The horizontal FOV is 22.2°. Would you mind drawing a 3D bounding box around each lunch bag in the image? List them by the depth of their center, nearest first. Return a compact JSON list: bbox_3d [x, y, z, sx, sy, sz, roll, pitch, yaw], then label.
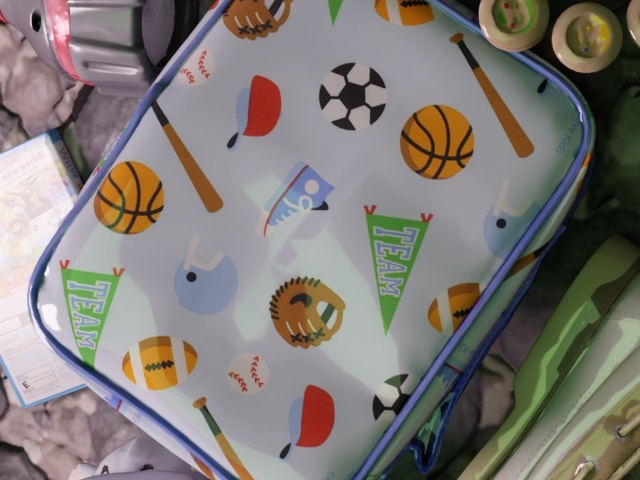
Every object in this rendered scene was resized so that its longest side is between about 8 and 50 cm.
[{"bbox_3d":[0.000,0.000,0.903,0.243,0.115,0.303,35,92,6],"label":"lunch bag"}]

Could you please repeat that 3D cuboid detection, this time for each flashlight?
[{"bbox_3d":[-0.224,-0.151,1.003,0.304,0.103,0.103,7,113,19],"label":"flashlight"}]

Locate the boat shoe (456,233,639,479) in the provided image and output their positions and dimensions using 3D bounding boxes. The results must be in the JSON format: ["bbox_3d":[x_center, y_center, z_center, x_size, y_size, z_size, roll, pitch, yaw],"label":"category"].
[{"bbox_3d":[0.138,0.149,0.944,0.103,0.113,0.302,33,116,16],"label":"boat shoe"}]

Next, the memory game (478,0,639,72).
[{"bbox_3d":[0.140,-0.178,0.844,0.186,0.012,0.186,0,86,2],"label":"memory game"}]

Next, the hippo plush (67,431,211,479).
[{"bbox_3d":[-0.055,0.228,0.976,0.234,0.294,0.237,-11,91,25],"label":"hippo plush"}]

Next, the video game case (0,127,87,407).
[{"bbox_3d":[-0.188,0.021,1.093,0.119,0.015,0.166,-21,98,28],"label":"video game case"}]
